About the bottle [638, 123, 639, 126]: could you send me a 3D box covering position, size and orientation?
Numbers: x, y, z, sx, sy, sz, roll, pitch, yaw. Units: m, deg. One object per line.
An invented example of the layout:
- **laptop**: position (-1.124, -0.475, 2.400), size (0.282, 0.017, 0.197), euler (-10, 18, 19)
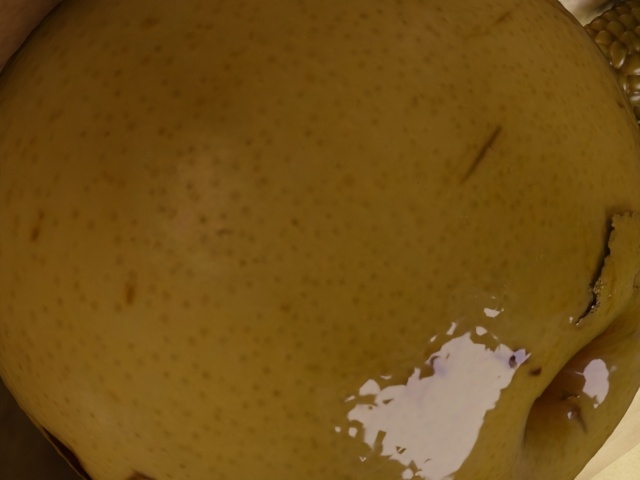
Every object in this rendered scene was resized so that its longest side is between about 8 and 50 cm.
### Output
- **bottle**: position (0.133, -0.020, 1.350), size (0.286, 0.082, 0.082), euler (-13, 159, -3)

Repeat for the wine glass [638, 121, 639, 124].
- **wine glass**: position (0.184, -0.029, 1.464), size (0.232, 0.156, 0.156), euler (-26, 160, -10)

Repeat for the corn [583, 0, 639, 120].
- **corn**: position (0.315, -0.166, 1.392), size (0.305, 0.106, 0.106), euler (-26, 160, -20)

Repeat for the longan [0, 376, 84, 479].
- **longan**: position (-0.055, 0.179, 1.217), size (0.361, 0.361, 0.361), euler (-30, 161, -12)

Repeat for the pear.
- **pear**: position (0.000, 0.000, 0.945), size (0.348, 0.348, 0.348), euler (-30, 161, -12)
